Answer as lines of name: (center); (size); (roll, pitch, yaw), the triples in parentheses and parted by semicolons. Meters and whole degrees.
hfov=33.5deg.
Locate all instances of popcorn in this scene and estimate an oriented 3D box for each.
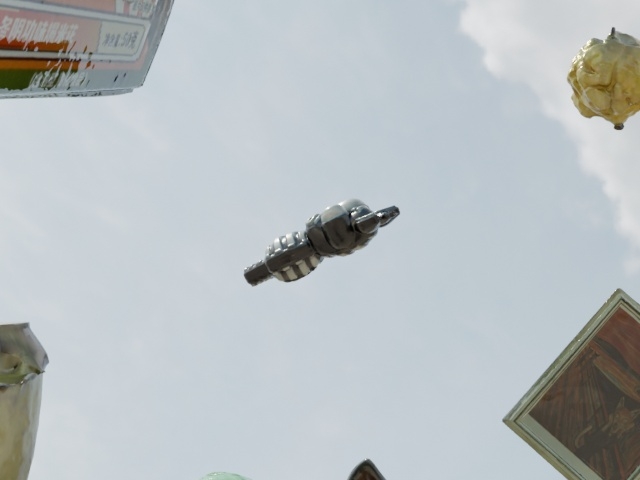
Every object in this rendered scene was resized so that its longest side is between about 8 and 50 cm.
popcorn: (0.452, -0.249, 1.628); (0.148, 0.167, 0.152); (34, -49, 36)

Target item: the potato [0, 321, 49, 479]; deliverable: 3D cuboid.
potato: (-0.305, 0.159, 0.648); (0.242, 0.242, 0.285); (-6, 0, 20)

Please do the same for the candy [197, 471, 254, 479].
candy: (-0.063, 0.383, 1.426); (0.119, 0.119, 0.440); (-5, -18, 20)

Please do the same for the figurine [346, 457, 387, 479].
figurine: (0.073, 0.338, 0.965); (0.265, 0.140, 0.193); (34, -37, 17)

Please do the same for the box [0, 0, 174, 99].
box: (-0.133, -0.148, 0.363); (0.148, 0.195, 0.177); (14, -80, 6)

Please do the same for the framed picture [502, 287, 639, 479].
framed picture: (0.439, 0.240, 1.588); (0.216, 0.273, 0.016); (41, -3, 4)

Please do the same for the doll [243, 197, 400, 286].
doll: (0.000, 0.000, 1.307); (0.219, 0.091, 0.067); (-25, -94, 27)
